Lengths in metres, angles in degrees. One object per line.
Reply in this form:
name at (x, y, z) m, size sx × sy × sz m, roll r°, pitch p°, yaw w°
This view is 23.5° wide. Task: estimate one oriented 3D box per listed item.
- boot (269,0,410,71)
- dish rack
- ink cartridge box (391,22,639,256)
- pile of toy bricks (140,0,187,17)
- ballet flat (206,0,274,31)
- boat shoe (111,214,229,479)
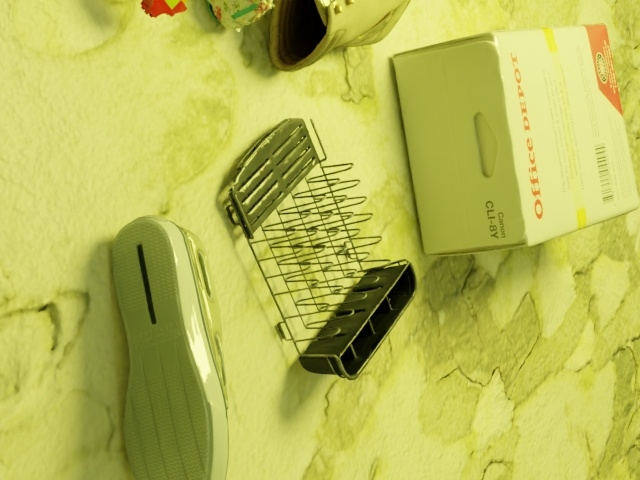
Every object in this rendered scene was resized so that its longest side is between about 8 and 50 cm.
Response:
boot at (0.048, -0.315, 1.757) m, size 0.095 × 0.262 × 0.203 m, roll 42°, pitch 36°, yaw 14°
dish rack at (0.000, 0.000, 1.739) m, size 0.208 × 0.074 × 0.271 m, roll -51°, pitch 125°, yaw -49°
ink cartridge box at (0.273, -0.143, 2.104) m, size 0.385 × 0.160 × 0.279 m, roll -14°, pitch 95°, yaw -57°
pile of toy bricks at (-0.205, -0.299, 1.486) m, size 0.105 × 0.118 × 0.212 m, roll -48°, pitch 144°, yaw -7°
ballet flat at (-0.062, -0.336, 1.711) m, size 0.091 × 0.077 × 0.241 m, roll 40°, pitch 51°, yaw -45°
boat shoe at (-0.129, 0.123, 1.489) m, size 0.094 × 0.109 × 0.302 m, roll 5°, pitch 77°, yaw -58°
